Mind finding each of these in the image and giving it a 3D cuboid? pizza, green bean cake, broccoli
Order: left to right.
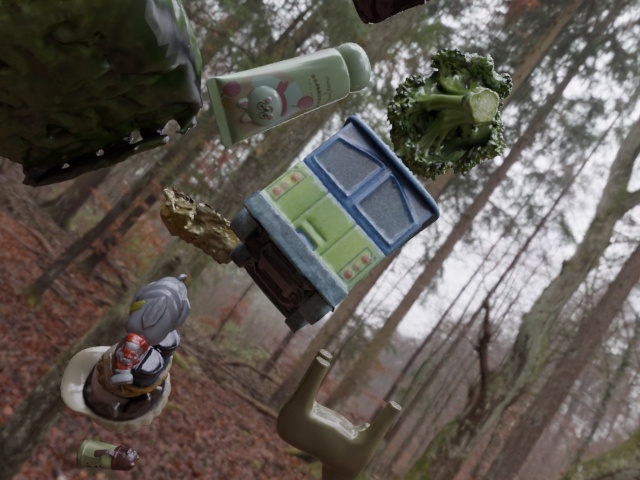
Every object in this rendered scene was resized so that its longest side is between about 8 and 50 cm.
[{"bbox_3d":[-0.322,-0.229,0.668,0.319,0.335,0.218,54,14,-77],"label":"green bean cake"},{"bbox_3d":[-0.246,-0.015,1.239,0.323,0.089,0.223,24,-13,40],"label":"pizza"},{"bbox_3d":[0.289,-0.270,1.249,0.259,0.288,0.235,14,9,43],"label":"broccoli"}]

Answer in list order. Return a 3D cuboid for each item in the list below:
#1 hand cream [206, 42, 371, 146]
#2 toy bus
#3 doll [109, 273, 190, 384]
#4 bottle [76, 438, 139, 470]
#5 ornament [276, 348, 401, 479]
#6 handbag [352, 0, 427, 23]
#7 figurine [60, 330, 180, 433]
[{"bbox_3d":[-0.054,-0.283,1.060,0.147,0.305,0.093,82,-19,-47],"label":"hand cream"},{"bbox_3d":[0.000,0.000,0.726,0.152,0.190,0.312,48,-16,4],"label":"toy bus"},{"bbox_3d":[-0.237,0.118,0.792,0.079,0.180,0.094,28,-28,-7],"label":"doll"},{"bbox_3d":[-0.370,0.378,0.997,0.101,0.047,0.063,8,-11,5],"label":"bottle"},{"bbox_3d":[0.033,0.339,0.958,0.230,0.245,0.061,30,16,0],"label":"ornament"},{"bbox_3d":[0.103,-0.466,0.913,0.203,0.074,0.216,58,-17,-18],"label":"handbag"},{"bbox_3d":[-0.360,0.271,1.125,0.332,0.185,0.204,-25,-66,44],"label":"figurine"}]
